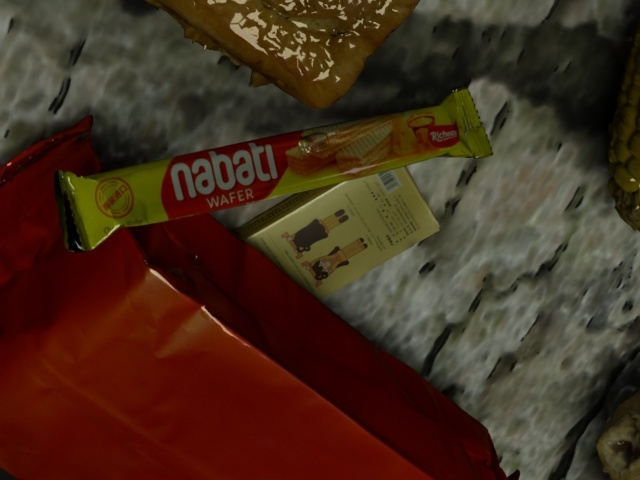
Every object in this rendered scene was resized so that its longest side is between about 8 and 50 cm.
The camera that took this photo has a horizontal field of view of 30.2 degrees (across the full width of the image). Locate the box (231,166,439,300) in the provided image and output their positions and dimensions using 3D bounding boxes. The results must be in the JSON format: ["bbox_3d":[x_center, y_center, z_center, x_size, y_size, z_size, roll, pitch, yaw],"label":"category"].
[{"bbox_3d":[0.000,0.000,0.789,0.149,0.020,0.073,-30,122,4],"label":"box"}]

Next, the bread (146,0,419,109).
[{"bbox_3d":[-0.073,-0.181,0.637,0.271,0.077,0.139,31,112,-24],"label":"bread"}]

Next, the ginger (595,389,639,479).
[{"bbox_3d":[0.316,0.144,0.890,0.219,0.123,0.270,10,107,-22],"label":"ginger"}]

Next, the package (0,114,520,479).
[{"bbox_3d":[-0.062,0.114,0.765,0.196,0.123,0.423,-40,116,20],"label":"package"}]

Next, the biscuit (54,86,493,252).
[{"bbox_3d":[-0.017,-0.044,0.690,0.292,0.026,0.048,-15,91,-32],"label":"biscuit"}]

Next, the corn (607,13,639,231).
[{"bbox_3d":[0.255,-0.148,0.713,0.119,0.119,0.321,5,121,-16],"label":"corn"}]
